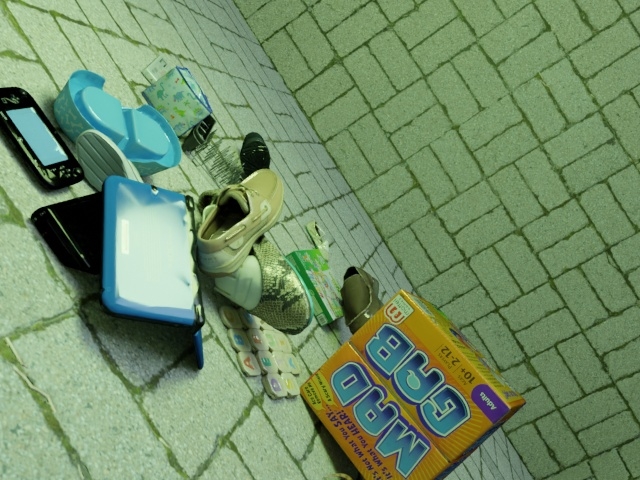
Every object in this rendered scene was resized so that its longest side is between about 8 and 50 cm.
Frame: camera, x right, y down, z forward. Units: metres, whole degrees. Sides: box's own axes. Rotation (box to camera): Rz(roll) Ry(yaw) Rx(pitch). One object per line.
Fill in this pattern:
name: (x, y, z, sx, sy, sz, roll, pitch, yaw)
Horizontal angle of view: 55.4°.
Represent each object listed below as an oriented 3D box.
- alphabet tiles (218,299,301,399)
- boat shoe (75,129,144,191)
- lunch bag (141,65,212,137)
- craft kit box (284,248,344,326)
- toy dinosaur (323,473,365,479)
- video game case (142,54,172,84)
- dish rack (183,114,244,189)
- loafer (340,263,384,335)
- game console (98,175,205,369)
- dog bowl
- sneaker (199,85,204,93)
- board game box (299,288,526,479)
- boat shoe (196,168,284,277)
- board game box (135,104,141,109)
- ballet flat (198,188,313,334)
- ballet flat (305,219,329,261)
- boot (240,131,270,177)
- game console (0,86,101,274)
alphabet tiles: (-0.133, 0.237, 1.433, 0.278, 0.021, 0.284, 25, 36, -63)
boat shoe: (-0.403, -0.120, 1.207, 0.226, 0.083, 0.076, 64, -1, -26)
lunch bag: (-0.382, -0.376, 1.655, 0.151, 0.129, 0.096, 56, 15, -3)
craft kit box: (-0.003, 0.146, 1.969, 0.250, 0.061, 0.246, 60, 12, 8)
toy dinosaur: (0.098, 0.580, 1.401, 0.211, 0.064, 0.112, 56, 16, -6)
video game case: (-0.444, -0.457, 1.825, 0.183, 0.023, 0.201, 51, 15, -23)
dish rack: (-0.284, -0.224, 1.771, 0.271, 0.074, 0.208, 52, 17, -22)
loafer: (0.111, 0.187, 1.949, 0.130, 0.134, 0.366, 44, 13, -12)
game console: (-0.301, 0.063, 1.114, 0.250, 0.173, 0.293, 16, 44, -34)
dog bowl: (-0.425, -0.235, 1.287, 0.297, 0.074, 0.166, 27, 40, -53)
sneaker: (-0.398, -0.440, 1.806, 0.152, 0.054, 0.061, 18, 51, -60)
board game box: (0.242, 0.390, 1.525, 0.356, 0.356, 0.356, 48, 9, 25)
boat shoe: (-0.171, -0.068, 1.352, 0.341, 0.122, 0.110, -66, 159, -45)
board game box: (-0.431, -0.262, 1.465, 0.103, 0.026, 0.154, 53, 16, -19)
ballet flat: (-0.188, 0.038, 1.416, 0.182, 0.164, 0.483, 6, 35, -34)
ballet flat: (0.000, 0.000, 2.268, 0.168, 0.052, 0.057, 61, 15, 10)
boot: (-0.217, -0.287, 1.977, 0.246, 0.094, 0.207, 80, -6, -51)
game console: (-0.455, -0.108, 1.054, 0.361, 0.044, 0.213, 56, 15, -5)
